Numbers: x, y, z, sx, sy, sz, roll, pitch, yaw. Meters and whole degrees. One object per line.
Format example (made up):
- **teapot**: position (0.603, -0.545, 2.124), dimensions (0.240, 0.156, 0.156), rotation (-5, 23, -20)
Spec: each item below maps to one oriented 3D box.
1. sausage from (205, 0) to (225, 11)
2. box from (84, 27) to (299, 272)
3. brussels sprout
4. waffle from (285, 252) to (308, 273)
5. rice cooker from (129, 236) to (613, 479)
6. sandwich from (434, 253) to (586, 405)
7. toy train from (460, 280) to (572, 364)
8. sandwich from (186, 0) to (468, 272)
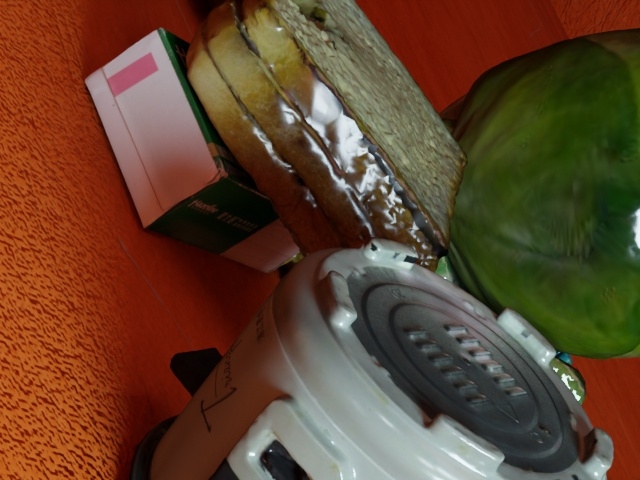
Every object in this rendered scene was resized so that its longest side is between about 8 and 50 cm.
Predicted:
- **sausage**: position (-0.056, -0.251, 1.531), dimensions (0.500, 0.123, 0.136), rotation (63, -11, 10)
- **box**: position (-0.079, -0.064, 1.245), dimensions (0.199, 0.081, 0.135), rotation (25, 38, -64)
- **brussels sprout**: position (0.250, -0.044, 1.449), dimensions (0.281, 0.355, 0.289), rotation (-23, 116, -50)
- **waffle**: position (0.000, 0.002, 1.408), dimensions (0.191, 0.038, 0.191), rotation (51, 21, -29)
- **rice cooker**: position (0.023, 0.146, 0.951), dimensions (0.280, 0.227, 0.241), rotation (46, 24, 20)
- **sandwich**: position (0.140, 0.146, 1.336), dimensions (0.250, 0.162, 0.301), rotation (61, 18, -47)
- **toy train**: position (0.169, 0.098, 1.612), dimensions (0.198, 0.107, 0.154), rotation (38, 21, -48)
- **sandwich**: position (0.009, -0.097, 1.251), dimensions (0.249, 0.095, 0.273), rotation (54, 18, -12)
